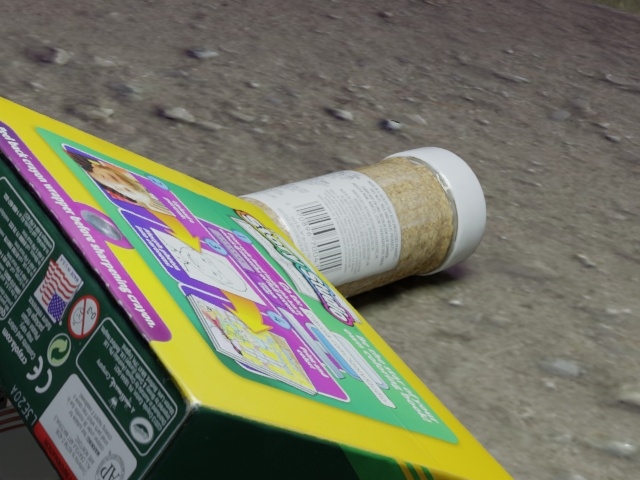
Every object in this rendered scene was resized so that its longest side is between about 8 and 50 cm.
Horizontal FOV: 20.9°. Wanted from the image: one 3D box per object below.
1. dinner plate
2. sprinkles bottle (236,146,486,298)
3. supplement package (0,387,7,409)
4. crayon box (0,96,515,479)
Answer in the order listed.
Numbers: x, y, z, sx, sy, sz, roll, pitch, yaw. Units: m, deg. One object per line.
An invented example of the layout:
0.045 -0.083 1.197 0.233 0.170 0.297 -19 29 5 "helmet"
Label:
-0.207 0.148 1.142 0.141 0.017 0.141 -12 23 5 "dinner plate"
0.000 0.000 1.566 0.121 0.121 0.355 29 30 34 "sprinkles bottle"
-0.368 0.041 1.227 0.262 0.145 0.204 16 10 13 "supplement package"
-0.081 0.067 1.134 0.313 0.106 0.363 24 17 -45 "crayon box"
